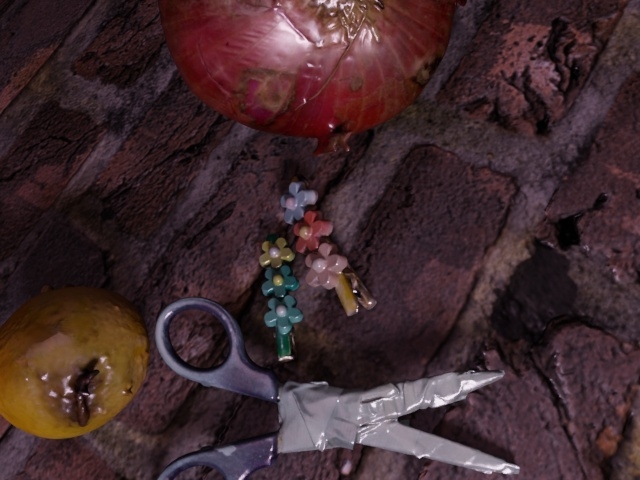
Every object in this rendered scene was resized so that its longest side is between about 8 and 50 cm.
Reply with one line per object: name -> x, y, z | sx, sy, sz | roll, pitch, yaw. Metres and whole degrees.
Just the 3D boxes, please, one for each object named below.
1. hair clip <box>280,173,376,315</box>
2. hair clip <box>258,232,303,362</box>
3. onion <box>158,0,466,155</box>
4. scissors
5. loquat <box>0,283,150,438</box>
hair clip -> -0.005, 0.000, 0.631 | 0.062, 0.056, 0.214 | -47, 59, 29
hair clip -> -0.045, 0.059, 0.621 | 0.049, 0.049, 0.173 | -15, 60, 8
onion -> -0.014, -0.276, 0.617 | 0.353, 0.353, 0.354 | -6, 65, 12
scissors -> 0.003, 0.187, 0.543 | 0.383, 0.029, 0.256 | -1, 80, 9
loquat -> -0.286, 0.127, 0.596 | 0.172, 0.149, 0.204 | -48, 50, -7
